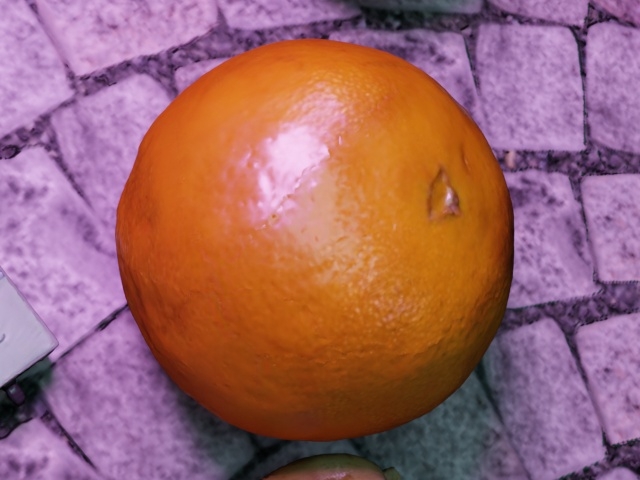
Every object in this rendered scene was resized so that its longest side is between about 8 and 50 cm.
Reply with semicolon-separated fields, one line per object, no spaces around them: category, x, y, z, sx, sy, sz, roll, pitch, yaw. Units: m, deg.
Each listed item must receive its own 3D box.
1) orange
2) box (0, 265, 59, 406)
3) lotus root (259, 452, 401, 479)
orange;0.000;0.000;0.794;0.261;0.261;0.261;5;74;-18
box;-0.324;0.077;0.764;0.270;0.045;0.211;-39;91;-24
lotus root;-0.040;0.248;0.763;0.284;0.146;0.160;-35;79;-22
